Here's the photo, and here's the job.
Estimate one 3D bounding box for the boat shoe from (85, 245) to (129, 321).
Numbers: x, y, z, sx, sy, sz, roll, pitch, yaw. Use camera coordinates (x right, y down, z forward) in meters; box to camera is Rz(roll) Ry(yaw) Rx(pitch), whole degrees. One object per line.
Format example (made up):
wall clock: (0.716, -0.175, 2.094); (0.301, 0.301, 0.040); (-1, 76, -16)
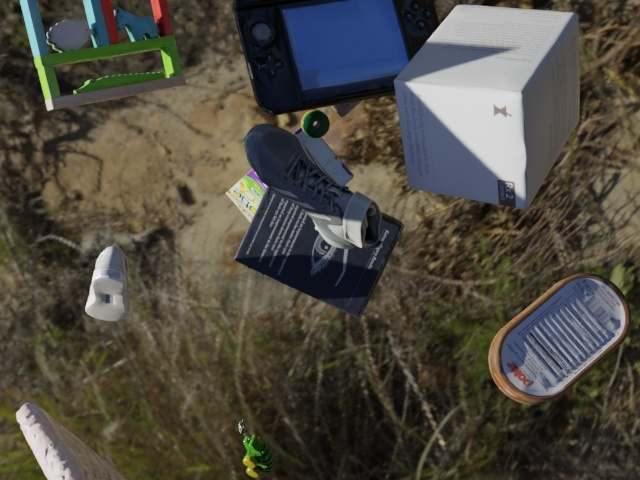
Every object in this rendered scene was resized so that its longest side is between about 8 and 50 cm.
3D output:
boat shoe: (-0.310, 0.065, 1.360); (0.066, 0.063, 0.184); (9, 152, -4)

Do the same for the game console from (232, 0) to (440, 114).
game console: (0.038, -0.332, 1.250); (0.173, 0.293, 0.250); (128, 129, -73)

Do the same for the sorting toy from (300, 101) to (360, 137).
sorting toy: (0.047, -0.303, 1.524); (0.274, 0.046, 0.132); (-41, 110, 3)

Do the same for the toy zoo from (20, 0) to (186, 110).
toy zoo: (-0.298, -0.331, 1.213); (0.030, 0.192, 0.293); (3, 106, 58)

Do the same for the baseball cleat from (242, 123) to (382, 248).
baseball cleat: (0.003, -0.063, 1.071); (0.109, 0.072, 0.206); (7, 152, 49)

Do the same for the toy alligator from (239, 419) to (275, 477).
toy alligator: (-0.120, 0.415, 1.822); (0.051, 0.056, 0.190); (10, 139, 17)

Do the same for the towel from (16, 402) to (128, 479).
towel: (-0.336, 0.431, 1.489); (0.332, 0.053, 0.317); (33, 163, 47)

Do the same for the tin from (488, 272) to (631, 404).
tin: (0.289, 0.116, 1.116); (0.106, 0.189, 0.040); (49, 170, 14)

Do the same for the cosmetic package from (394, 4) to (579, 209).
cosmetic package: (0.196, -0.158, 1.061); (0.151, 0.184, 0.151); (13, 135, 29)

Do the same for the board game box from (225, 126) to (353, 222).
board game box: (-0.069, -0.110, 1.865); (0.142, 0.144, 0.275); (49, 161, -5)

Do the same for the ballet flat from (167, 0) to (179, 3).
ballet flat: (-0.331, -0.511, 1.727); (0.067, 0.206, 0.073); (7, 79, 49)

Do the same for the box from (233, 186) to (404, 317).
box: (0.000, 0.000, 1.367); (0.207, 0.108, 0.153); (26, 96, 1)
